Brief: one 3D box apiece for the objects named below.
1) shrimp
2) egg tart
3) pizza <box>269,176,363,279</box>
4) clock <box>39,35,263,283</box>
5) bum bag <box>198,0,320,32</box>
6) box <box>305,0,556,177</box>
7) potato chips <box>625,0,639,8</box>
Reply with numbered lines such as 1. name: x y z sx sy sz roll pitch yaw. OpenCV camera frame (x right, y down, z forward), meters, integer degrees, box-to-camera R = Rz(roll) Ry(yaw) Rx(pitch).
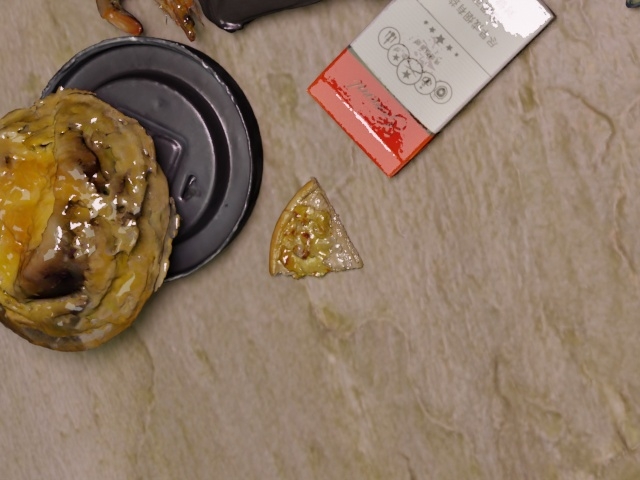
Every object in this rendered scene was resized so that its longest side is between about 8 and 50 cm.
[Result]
1. shrimp: -0.194 -0.264 1.509 0.095 0.045 0.162 -32 65 -8
2. egg tart: -0.292 -0.023 1.508 0.297 0.132 0.297 1 93 19
3. pizza: 0.000 0.000 1.524 0.109 0.026 0.123 26 105 10
4. clock: -0.196 -0.092 1.556 0.281 0.055 0.280 3 100 17
5. bum bag: -0.013 -0.300 1.447 0.326 0.080 0.142 -3 90 30
6. box: 0.113 -0.196 1.448 0.139 0.035 0.245 46 109 5
7. potato chips: 0.373 -0.315 1.350 0.207 0.028 0.092 -33 87 18
